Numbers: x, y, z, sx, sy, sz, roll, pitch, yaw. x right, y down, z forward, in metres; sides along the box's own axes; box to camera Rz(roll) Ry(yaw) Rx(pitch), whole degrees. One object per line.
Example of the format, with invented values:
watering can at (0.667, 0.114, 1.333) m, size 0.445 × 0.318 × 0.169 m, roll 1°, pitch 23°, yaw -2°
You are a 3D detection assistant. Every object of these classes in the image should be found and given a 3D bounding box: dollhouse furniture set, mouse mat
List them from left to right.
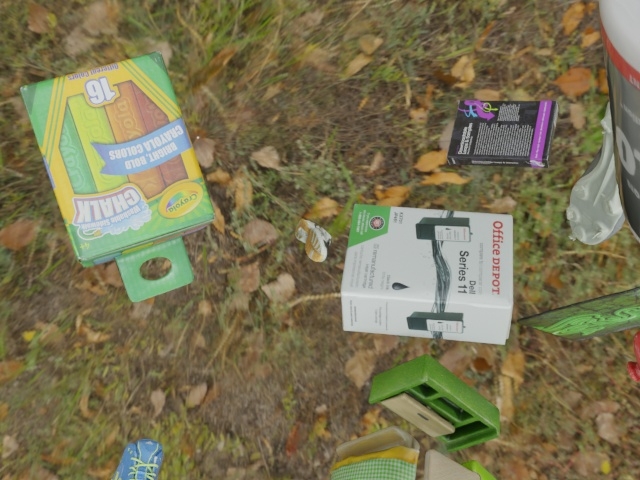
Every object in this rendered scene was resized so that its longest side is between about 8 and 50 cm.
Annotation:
dollhouse furniture set at (0.070, 0.309, 1.062) m, size 0.151 × 0.197 × 0.301 m, roll 35°, pitch 134°, yaw -25°
mouse mat at (0.367, 0.096, 1.043) m, size 0.153 × 0.190 × 0.007 m, roll 19°, pitch 62°, yaw -39°

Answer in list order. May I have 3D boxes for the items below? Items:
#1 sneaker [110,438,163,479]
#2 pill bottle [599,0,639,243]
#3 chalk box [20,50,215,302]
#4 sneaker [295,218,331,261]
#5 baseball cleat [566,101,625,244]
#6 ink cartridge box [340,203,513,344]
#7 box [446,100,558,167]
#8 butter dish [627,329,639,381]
sneaker at (-0.292, 0.371, 1.253) m, size 0.091 × 0.240 × 0.126 m, roll 11°, pitch 83°, yaw -9°
pill bottle at (0.264, -0.068, 0.502) m, size 0.161 × 0.161 × 0.283 m, roll -38°, pitch 142°, yaw -2°
chalk box at (-0.252, -0.068, 1.071) m, size 0.180 × 0.179 × 0.289 m, roll -20°, pitch 91°, yaw -15°
sneaker at (0.000, 0.000, 0.954) m, size 0.037 × 0.083 × 0.032 m, roll 16°, pitch 112°, yaw -25°
baseball cleat at (0.331, -0.081, 0.865) m, size 0.109 × 0.072 × 0.206 m, roll -23°, pitch 144°, yaw -24°
ink cartridge box at (0.138, 0.040, 1.039) m, size 0.208 × 0.153 × 0.087 m, roll 4°, pitch 141°, yaw 7°
box at (0.293, -0.173, 1.321) m, size 0.162 × 0.029 × 0.116 m, roll 6°, pitch 63°, yaw 23°
butter dish at (0.557, 0.195, 1.330) m, size 0.118 × 0.160 × 0.160 m, roll -31°, pitch 68°, yaw 31°
